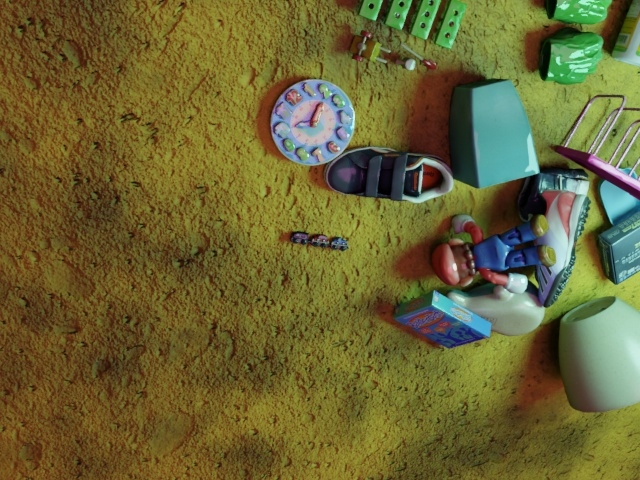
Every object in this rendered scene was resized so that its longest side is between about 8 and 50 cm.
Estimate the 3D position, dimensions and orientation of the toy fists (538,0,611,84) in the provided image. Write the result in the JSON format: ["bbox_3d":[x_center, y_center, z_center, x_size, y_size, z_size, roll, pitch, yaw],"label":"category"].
[{"bbox_3d":[0.621,-0.521,1.749,0.142,0.096,0.279,-2,113,-3],"label":"toy fists"}]

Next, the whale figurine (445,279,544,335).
[{"bbox_3d":[0.474,0.165,1.970,0.271,0.141,0.216,6,143,5],"label":"whale figurine"}]

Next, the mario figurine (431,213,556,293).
[{"bbox_3d":[0.441,0.030,1.856,0.320,0.198,0.170,-15,137,32],"label":"mario figurine"}]

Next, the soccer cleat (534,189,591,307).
[{"bbox_3d":[0.597,0.020,1.844,0.108,0.116,0.318,-29,132,-52],"label":"soccer cleat"}]

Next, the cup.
[{"bbox_3d":[0.810,0.299,2.028,0.331,0.331,0.237,-28,91,-3],"label":"cup"}]

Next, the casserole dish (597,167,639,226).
[{"bbox_3d":[0.833,-0.121,1.991,0.114,0.037,0.188,-32,116,-1],"label":"casserole dish"}]

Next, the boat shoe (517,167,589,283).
[{"bbox_3d":[0.593,-0.037,1.926,0.158,0.127,0.341,8,101,-11],"label":"boat shoe"}]

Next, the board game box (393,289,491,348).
[{"bbox_3d":[0.328,0.218,1.934,0.210,0.160,0.047,29,57,-22],"label":"board game box"}]

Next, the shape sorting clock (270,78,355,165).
[{"bbox_3d":[-0.017,-0.278,1.698,0.206,0.040,0.206,-3,108,-10],"label":"shape sorting clock"}]

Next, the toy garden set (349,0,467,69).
[{"bbox_3d":[0.193,-0.493,1.673,0.244,0.049,0.204,14,105,-20],"label":"toy garden set"}]

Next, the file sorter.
[{"bbox_3d":[0.801,-0.226,1.822,0.290,0.202,0.182,27,100,-10],"label":"file sorter"}]

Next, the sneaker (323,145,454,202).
[{"bbox_3d":[0.174,-0.161,1.756,0.320,0.127,0.126,-4,113,-11],"label":"sneaker"}]

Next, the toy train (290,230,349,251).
[{"bbox_3d":[0.000,0.000,1.828,0.158,0.027,0.036,10,97,-17],"label":"toy train"}]

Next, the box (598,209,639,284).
[{"bbox_3d":[0.905,0.000,2.020,0.232,0.059,0.183,-31,131,-3],"label":"box"}]

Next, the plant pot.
[{"bbox_3d":[0.412,-0.272,1.760,0.165,0.166,0.234,-14,106,-9],"label":"plant pot"}]

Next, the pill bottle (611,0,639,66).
[{"bbox_3d":[0.830,-0.553,1.764,0.136,0.136,0.246,11,108,-18],"label":"pill bottle"}]
